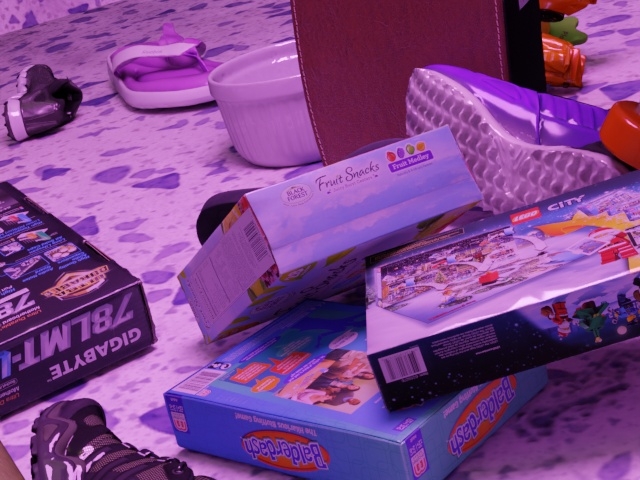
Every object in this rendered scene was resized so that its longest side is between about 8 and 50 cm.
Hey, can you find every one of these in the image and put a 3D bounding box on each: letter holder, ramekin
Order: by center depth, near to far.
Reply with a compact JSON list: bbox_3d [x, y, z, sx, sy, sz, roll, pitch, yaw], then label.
[{"bbox_3d":[0.097,-0.213,1.281,0.214,0.302,0.152,0,24,22],"label":"letter holder"},{"bbox_3d":[-0.021,-0.165,1.531,0.207,0.109,0.207,-11,20,4],"label":"ramekin"}]

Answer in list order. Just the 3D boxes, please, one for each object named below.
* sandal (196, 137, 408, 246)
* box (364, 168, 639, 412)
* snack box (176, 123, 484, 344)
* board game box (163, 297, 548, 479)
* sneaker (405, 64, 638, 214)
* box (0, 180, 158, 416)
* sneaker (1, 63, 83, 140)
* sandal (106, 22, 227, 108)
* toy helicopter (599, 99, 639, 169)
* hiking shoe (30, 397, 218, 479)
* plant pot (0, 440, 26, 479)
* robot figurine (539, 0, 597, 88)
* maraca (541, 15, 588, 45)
[{"bbox_3d":[0.007,-0.019,1.165,0.254,0.097,0.054,-16,29,21],"label":"sandal"},{"bbox_3d":[0.144,0.023,0.836,0.233,0.044,0.159,-18,19,9],"label":"box"},{"bbox_3d":[0.000,0.000,0.994,0.174,0.070,0.207,-20,-11,-25],"label":"snack box"},{"bbox_3d":[0.023,0.101,0.882,0.210,0.047,0.160,5,26,42],"label":"board game box"},{"bbox_3d":[0.204,-0.081,1.145,0.146,0.102,0.293,-18,38,-34],"label":"sneaker"},{"bbox_3d":[-0.336,0.069,1.111,0.295,0.073,0.293,-26,33,-27],"label":"box"},{"bbox_3d":[-0.408,-0.215,1.965,0.106,0.078,0.234,-10,24,1],"label":"sneaker"},{"bbox_3d":[-0.244,-0.276,1.977,0.169,0.102,0.416,-22,22,-22],"label":"sandal"},{"bbox_3d":[0.385,-0.048,0.934,0.235,0.140,0.355,10,28,-29],"label":"toy helicopter"},{"bbox_3d":[-0.114,0.165,0.779,0.114,0.086,0.227,-4,24,-12],"label":"hiking shoe"},{"bbox_3d":[-0.219,0.135,0.515,0.276,0.276,0.254,-20,40,-17],"label":"plant pot"},{"bbox_3d":[0.181,-0.271,1.559,0.291,0.211,0.085,9,-7,26],"label":"robot figurine"},{"bbox_3d":[0.241,-0.260,1.638,0.185,0.099,0.127,17,58,24],"label":"maraca"}]
